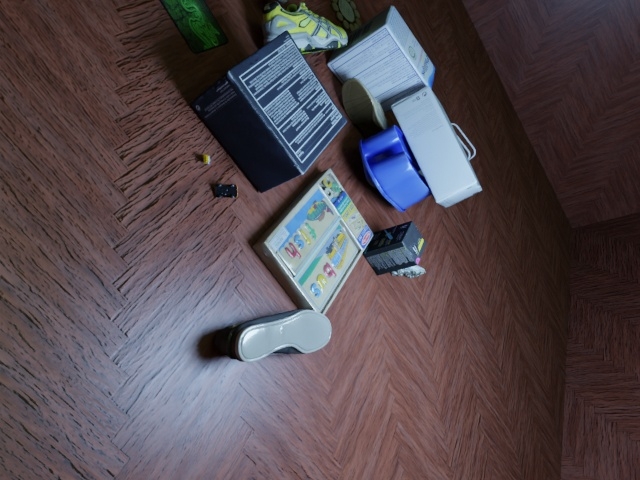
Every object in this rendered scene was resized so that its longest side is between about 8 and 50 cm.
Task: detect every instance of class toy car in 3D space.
[{"bbox_3d":[-0.239,-0.158,1.108,0.040,0.060,0.121,-61,135,-79],"label":"toy car"}]

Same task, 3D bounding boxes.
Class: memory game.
[{"bbox_3d":[0.102,-0.915,1.811,0.186,0.012,0.186,20,62,-43],"label":"memory game"}]

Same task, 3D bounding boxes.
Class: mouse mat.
[{"bbox_3d":[-0.338,-0.596,1.201,0.189,0.007,0.152,58,42,-16],"label":"mouse mat"}]

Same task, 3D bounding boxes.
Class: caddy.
[{"bbox_3d":[0.250,-0.240,1.588,0.341,0.179,0.241,30,38,-55],"label":"caddy"}]

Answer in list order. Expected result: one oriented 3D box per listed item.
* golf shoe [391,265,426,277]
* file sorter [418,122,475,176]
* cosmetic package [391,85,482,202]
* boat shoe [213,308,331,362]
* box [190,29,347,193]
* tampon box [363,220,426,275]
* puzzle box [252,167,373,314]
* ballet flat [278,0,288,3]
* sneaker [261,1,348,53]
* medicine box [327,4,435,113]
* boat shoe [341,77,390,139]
[{"bbox_3d":[0.317,0.086,1.628,0.176,0.069,0.085,14,59,-46],"label":"golf shoe"},{"bbox_3d":[0.491,-0.355,1.878,0.192,0.173,0.278,55,41,4],"label":"file sorter"},{"bbox_3d":[0.419,-0.324,1.619,0.217,0.156,0.384,7,60,-64],"label":"cosmetic package"},{"bbox_3d":[-0.104,0.221,1.091,0.335,0.096,0.112,4,88,-52],"label":"boat shoe"},{"bbox_3d":[-0.124,-0.336,1.203,0.294,0.183,0.296,52,45,-19],"label":"box"},{"bbox_3d":[0.244,0.026,1.493,0.101,0.161,0.120,54,44,-20],"label":"tampon box"},{"bbox_3d":[0.000,0.000,1.315,0.272,0.052,0.409,55,43,-19],"label":"puzzle box"},{"bbox_3d":[-0.163,-0.852,1.425,0.095,0.096,0.280,-3,78,-47],"label":"ballet flat"},{"bbox_3d":[-0.035,-0.676,1.444,0.385,0.145,0.147,-32,118,-51],"label":"sneaker"},{"bbox_3d":[0.223,-0.628,1.641,0.289,0.264,0.149,43,48,-30],"label":"medicine box"},{"bbox_3d":[0.175,-0.465,1.654,0.302,0.109,0.098,51,38,-30],"label":"boat shoe"}]
